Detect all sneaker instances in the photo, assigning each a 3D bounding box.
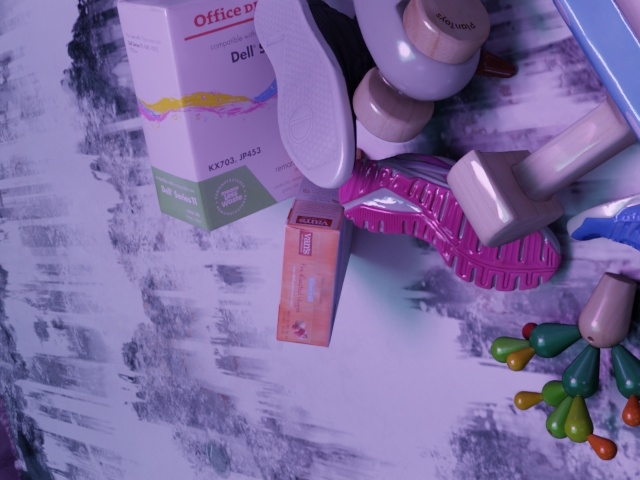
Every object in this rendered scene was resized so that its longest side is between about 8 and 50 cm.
[{"bbox_3d":[0.027,-0.169,1.253,0.104,0.147,0.295,-45,45,34],"label":"sneaker"},{"bbox_3d":[0.152,-0.036,1.219,0.252,0.111,0.103,28,123,17],"label":"sneaker"},{"bbox_3d":[0.304,0.000,1.063,0.152,0.058,0.084,-22,78,48],"label":"sneaker"}]

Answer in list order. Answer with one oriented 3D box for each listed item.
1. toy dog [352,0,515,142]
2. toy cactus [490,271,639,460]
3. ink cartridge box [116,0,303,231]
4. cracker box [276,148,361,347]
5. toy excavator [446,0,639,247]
[{"bbox_3d":[0.106,-0.269,1.173,0.220,0.161,0.333,-21,72,57],"label":"toy dog"},{"bbox_3d":[0.282,0.123,1.133,0.219,0.112,0.180,31,109,45],"label":"toy cactus"},{"bbox_3d":[-0.118,-0.215,1.375,0.119,0.207,0.353,22,129,48],"label":"ink cartridge box"},{"bbox_3d":[0.000,0.000,1.337,0.067,0.232,0.155,8,118,4],"label":"cracker box"},{"bbox_3d":[0.291,-0.147,0.899,0.433,0.445,0.222,-30,74,9],"label":"toy excavator"}]
